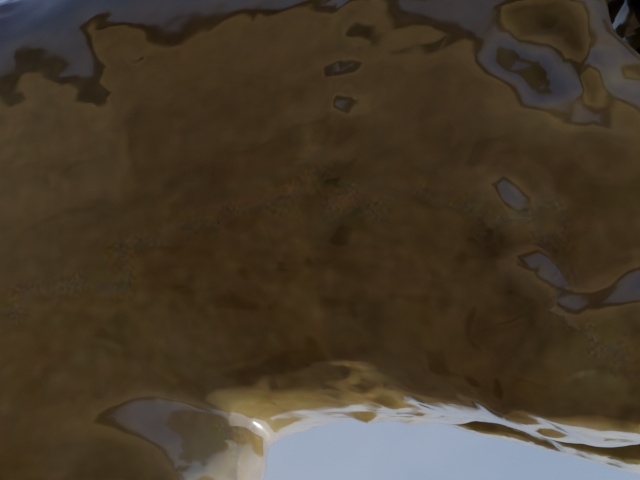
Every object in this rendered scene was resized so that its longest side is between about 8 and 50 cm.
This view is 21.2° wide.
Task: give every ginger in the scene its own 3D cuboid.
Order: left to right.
[{"bbox_3d":[0.000,0.000,0.441,0.275,0.221,0.130,15,-28,39],"label":"ginger"}]

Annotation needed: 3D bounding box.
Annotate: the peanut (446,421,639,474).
[{"bbox_3d":[0.119,0.021,0.659,0.253,0.137,0.122,14,-4,30],"label":"peanut"}]
